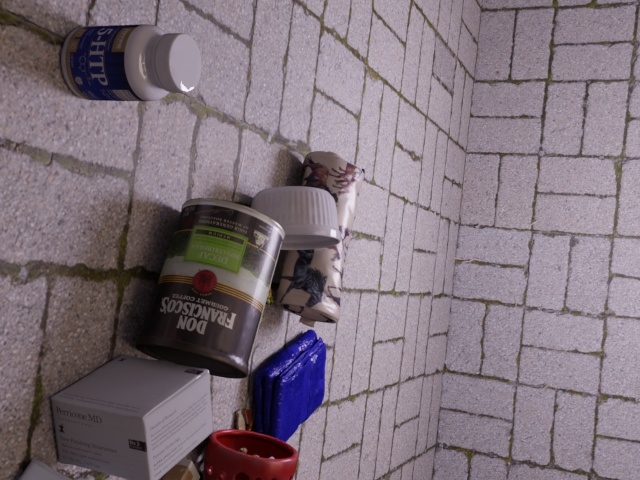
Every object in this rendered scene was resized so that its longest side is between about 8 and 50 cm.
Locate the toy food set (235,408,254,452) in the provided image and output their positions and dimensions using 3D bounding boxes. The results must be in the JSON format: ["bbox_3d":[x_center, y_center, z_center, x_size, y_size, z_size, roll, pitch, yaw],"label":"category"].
[{"bbox_3d":[-0.173,0.437,1.721,0.078,0.019,0.122,-11,97,-66],"label":"toy food set"}]

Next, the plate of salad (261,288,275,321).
[{"bbox_3d":[-0.142,0.138,1.648,0.200,0.048,0.199,16,90,-77],"label":"plate of salad"}]

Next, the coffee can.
[{"bbox_3d":[-0.195,0.089,1.371,0.201,0.202,0.275,50,49,-58],"label":"coffee can"}]

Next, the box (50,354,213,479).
[{"bbox_3d":[-0.295,0.278,1.208,0.182,0.181,0.119,-31,122,-61],"label":"box"}]

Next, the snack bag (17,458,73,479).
[{"bbox_3d":[-0.334,0.516,1.048,0.037,0.343,0.323,-55,-171,51],"label":"snack bag"}]

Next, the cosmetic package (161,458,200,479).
[{"bbox_3d":[-0.282,0.483,1.453,0.115,0.041,0.060,-62,148,-41],"label":"cosmetic package"}]

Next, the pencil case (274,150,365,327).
[{"bbox_3d":[0.000,0.000,1.837,0.183,0.160,0.410,52,47,-73],"label":"pencil case"}]

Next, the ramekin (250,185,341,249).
[{"bbox_3d":[-0.058,-0.048,1.655,0.207,0.207,0.108,22,66,-65],"label":"ramekin"}]

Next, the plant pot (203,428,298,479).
[{"bbox_3d":[-0.157,0.502,1.570,0.191,0.191,0.174,14,91,-66],"label":"plant pot"}]

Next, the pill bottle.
[{"bbox_3d":[-0.278,-0.263,1.125,0.112,0.187,0.111,5,90,-66],"label":"pill bottle"}]

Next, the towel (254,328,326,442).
[{"bbox_3d":[-0.064,0.372,1.866,0.308,0.076,0.227,-29,120,-64],"label":"towel"}]
